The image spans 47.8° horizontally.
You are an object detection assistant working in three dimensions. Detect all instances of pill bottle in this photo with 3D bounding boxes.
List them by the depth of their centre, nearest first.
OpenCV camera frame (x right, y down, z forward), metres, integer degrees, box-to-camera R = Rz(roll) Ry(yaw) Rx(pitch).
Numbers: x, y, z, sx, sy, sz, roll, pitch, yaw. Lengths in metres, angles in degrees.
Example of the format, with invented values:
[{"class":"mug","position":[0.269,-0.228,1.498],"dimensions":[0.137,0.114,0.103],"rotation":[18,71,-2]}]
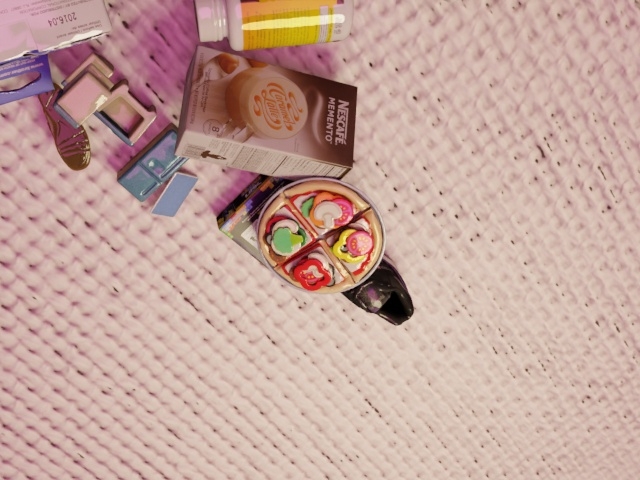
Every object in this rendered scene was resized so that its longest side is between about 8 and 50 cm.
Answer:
[{"class":"pill bottle","position":[-0.068,-0.331,1.017],"dimensions":[0.215,0.117,0.117],"rotation":[-8,117,-9]}]

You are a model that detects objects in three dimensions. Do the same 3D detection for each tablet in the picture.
[{"class":"tablet","position":[-0.234,-0.073,1.154],"dimensions":[0.083,0.006,0.054],"rotation":[-54,151,16]}]

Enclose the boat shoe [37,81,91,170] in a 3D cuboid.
[{"class":"boat shoe","position":[-0.375,-0.170,1.067],"dimensions":[0.050,0.045,0.135],"rotation":[-18,115,-13]}]

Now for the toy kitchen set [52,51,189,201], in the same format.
[{"class":"toy kitchen set","position":[-0.290,-0.142,1.031],"dimensions":[0.122,0.166,0.207],"rotation":[-42,118,8]}]

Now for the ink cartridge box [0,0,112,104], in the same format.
[{"class":"ink cartridge box","position":[-0.433,-0.352,0.871],"dimensions":[0.270,0.151,0.395],"rotation":[-23,118,-20]}]

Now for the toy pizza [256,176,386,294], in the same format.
[{"class":"toy pizza","position":[0.000,0.000,1.109],"dimensions":[0.201,0.032,0.201],"rotation":[2,117,3]}]

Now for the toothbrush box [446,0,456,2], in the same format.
[{"class":"toothbrush box","position":[0.262,-0.439,0.992],"dimensions":[0.283,0.206,0.122],"rotation":[-18,119,-5]}]

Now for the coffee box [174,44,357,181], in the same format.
[{"class":"coffee box","position":[-0.078,-0.178,1.067],"dimensions":[0.247,0.098,0.141],"rotation":[10,72,-18]}]

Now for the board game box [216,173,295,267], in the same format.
[{"class":"board game box","position":[-0.064,-0.045,1.201],"dimensions":[0.170,0.048,0.141],"rotation":[-43,119,9]}]

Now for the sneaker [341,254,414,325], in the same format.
[{"class":"sneaker","position":[0.064,0.051,1.200],"dimensions":[0.107,0.124,0.283],"rotation":[-47,130,13]}]
